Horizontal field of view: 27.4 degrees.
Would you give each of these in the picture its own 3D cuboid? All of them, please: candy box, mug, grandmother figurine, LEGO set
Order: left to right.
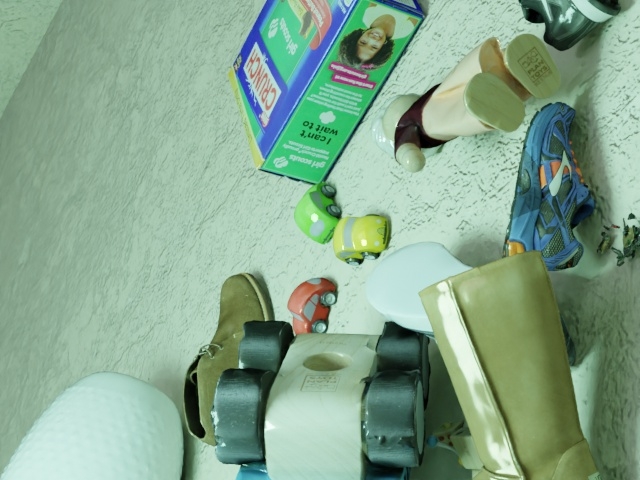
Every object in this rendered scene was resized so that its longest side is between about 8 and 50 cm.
[{"bbox_3d":[-0.363,0.415,2.129,0.374,0.276,0.328,93,-165,-56],"label":"mug"},{"bbox_3d":[-0.004,-0.286,1.944,0.317,0.122,0.268,-60,31,29],"label":"candy box"},{"bbox_3d":[0.155,-0.161,1.562,0.208,0.104,0.342,-34,7,-21],"label":"grandmother figurine"},{"bbox_3d":[0.310,-0.001,1.320,0.083,0.023,0.054,-124,55,-72],"label":"LEGO set"}]

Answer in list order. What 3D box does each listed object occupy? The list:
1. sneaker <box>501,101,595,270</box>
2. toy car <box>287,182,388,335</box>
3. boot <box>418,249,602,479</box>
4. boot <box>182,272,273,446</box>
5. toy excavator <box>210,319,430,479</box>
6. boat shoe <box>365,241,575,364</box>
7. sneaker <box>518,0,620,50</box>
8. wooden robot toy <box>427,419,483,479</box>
[{"bbox_3d":[0.251,-0.053,1.402,0.083,0.087,0.221,89,-166,-60],"label":"sneaker"},{"bbox_3d":[0.000,0.000,1.861,0.239,0.053,0.225,-56,33,32],"label":"toy car"},{"bbox_3d":[0.152,0.172,1.292,0.236,0.089,0.269,-21,82,19],"label":"boot"},{"bbox_3d":[-0.142,0.172,1.977,0.112,0.115,0.305,-47,37,45],"label":"boot"},{"bbox_3d":[0.010,0.353,1.462,0.433,0.222,0.445,-65,-28,-70],"label":"toy excavator"},{"bbox_3d":[0.164,0.080,1.455,0.108,0.102,0.301,-50,31,-18],"label":"boat shoe"},{"bbox_3d":[0.261,-0.306,1.502,0.106,0.078,0.234,-49,38,36],"label":"sneaker"},{"bbox_3d":[0.187,0.233,1.404,0.173,0.076,0.079,-11,102,60],"label":"wooden robot toy"}]
